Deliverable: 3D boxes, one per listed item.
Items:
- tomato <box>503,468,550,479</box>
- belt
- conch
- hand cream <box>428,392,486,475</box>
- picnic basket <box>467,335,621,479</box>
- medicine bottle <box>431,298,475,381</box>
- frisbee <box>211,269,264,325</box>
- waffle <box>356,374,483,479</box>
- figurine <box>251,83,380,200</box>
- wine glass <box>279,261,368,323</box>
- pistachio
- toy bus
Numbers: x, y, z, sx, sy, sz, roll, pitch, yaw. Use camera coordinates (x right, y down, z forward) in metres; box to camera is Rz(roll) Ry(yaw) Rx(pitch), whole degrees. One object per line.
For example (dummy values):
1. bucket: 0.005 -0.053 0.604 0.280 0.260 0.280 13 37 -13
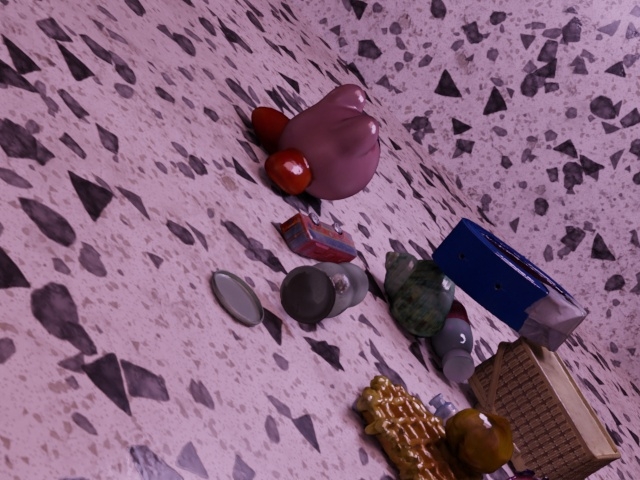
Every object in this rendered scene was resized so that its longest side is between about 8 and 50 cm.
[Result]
1. tomato: 0.300 0.521 1.517 0.335 0.176 0.290 34 44 -36
2. belt: 0.402 0.093 2.142 0.347 0.117 0.212 35 14 -16
3. conch: 0.208 0.106 2.171 0.188 0.176 0.122 38 -30 38
4. hand cream: 0.268 0.369 1.931 0.171 0.043 0.065 54 20 2
5. picnic basket: 0.466 0.374 2.168 0.228 0.175 0.313 18 39 -58
6. medicine bottle: 0.286 0.215 2.192 0.090 0.090 0.217 41 21 -21
7. frisbee: -0.133 0.092 1.619 0.110 0.014 0.110 41 20 -19
8. waffle: 0.174 0.360 1.714 0.301 0.058 0.281 48 17 1
9. figurine: 0.008 -0.190 2.222 0.270 0.261 0.211 -111 180 -49
10. wine glass: 0.014 0.087 1.818 0.103 0.103 0.231 52 17 10
11. pistachio: 0.273 0.345 1.733 0.189 0.100 0.110 30 45 -65
12. toy bus: 0.000 0.000 2.022 0.192 0.065 0.077 20 41 -54
